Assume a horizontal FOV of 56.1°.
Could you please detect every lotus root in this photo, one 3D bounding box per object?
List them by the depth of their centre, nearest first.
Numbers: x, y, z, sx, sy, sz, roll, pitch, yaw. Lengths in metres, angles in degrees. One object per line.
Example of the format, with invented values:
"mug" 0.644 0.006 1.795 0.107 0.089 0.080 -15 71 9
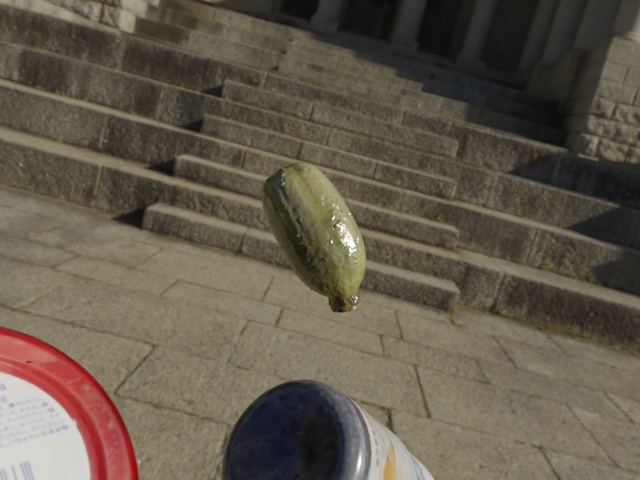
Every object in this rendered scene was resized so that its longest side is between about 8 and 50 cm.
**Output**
"lotus root" 0.000 0.000 0.675 0.090 0.183 0.077 -25 3 -6

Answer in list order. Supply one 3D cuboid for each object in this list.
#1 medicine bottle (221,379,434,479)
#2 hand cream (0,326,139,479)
"medicine bottle" 0.026 0.277 0.679 0.165 0.165 0.273 24 -16 42
"hand cream" -0.243 0.176 0.380 0.230 0.149 0.230 32 36 -28
